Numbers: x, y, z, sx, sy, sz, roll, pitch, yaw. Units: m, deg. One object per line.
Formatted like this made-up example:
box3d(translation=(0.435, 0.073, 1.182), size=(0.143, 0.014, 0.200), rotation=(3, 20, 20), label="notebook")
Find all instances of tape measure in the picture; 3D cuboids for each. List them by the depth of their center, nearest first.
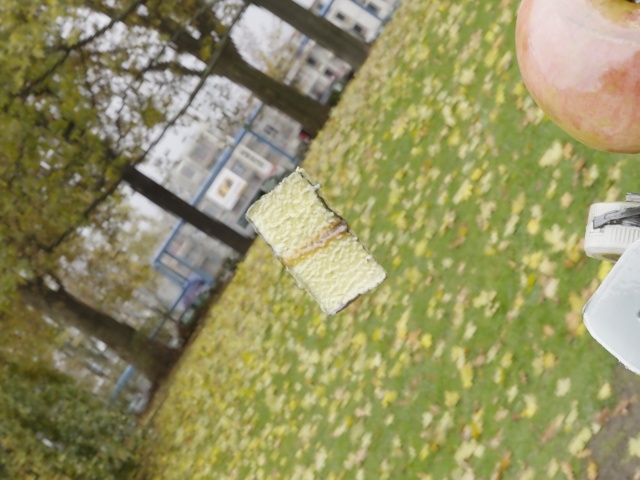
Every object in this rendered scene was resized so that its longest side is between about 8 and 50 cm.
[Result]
box3d(translation=(0.676, -0.015, 1.885), size=(0.231, 0.271, 0.133), rotation=(29, -107, -70), label="tape measure")

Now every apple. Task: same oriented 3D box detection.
box3d(translation=(0.486, -0.306, 1.451), size=(0.364, 0.364, 0.364), rotation=(-56, 1, 1), label="apple")

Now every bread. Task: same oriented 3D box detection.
box3d(translation=(0.000, 0.000, 1.743), size=(0.178, 0.266, 0.142), rotation=(-37, 3, 21), label="bread")

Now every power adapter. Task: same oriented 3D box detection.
box3d(translation=(0.464, 0.030, 1.155), size=(0.255, 0.124, 0.187), rotation=(-30, -25, -35), label="power adapter")
